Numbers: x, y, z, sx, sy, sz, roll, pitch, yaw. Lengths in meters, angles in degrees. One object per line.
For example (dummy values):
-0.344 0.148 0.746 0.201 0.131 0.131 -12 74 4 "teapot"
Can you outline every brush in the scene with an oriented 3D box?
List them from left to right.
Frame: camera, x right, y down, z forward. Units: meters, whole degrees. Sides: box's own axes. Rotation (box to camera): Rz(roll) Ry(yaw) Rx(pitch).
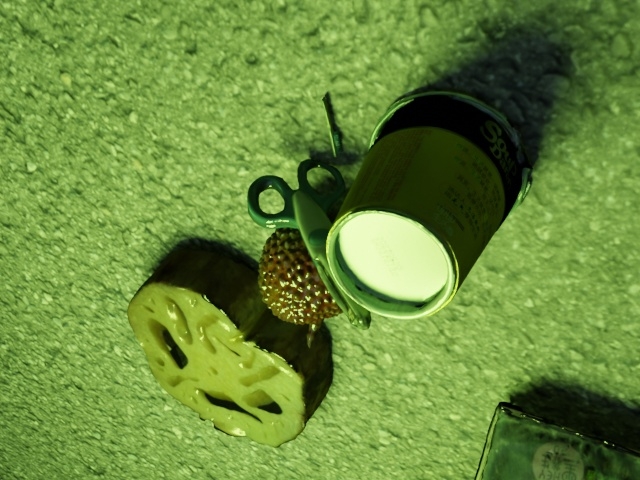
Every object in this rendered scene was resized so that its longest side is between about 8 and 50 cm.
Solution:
0.016 -0.152 0.944 0.013 0.016 0.084 -7 119 17 "brush"

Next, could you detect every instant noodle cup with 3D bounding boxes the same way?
0.119 -0.034 0.828 0.215 0.236 0.216 14 130 18 "instant noodle cup"

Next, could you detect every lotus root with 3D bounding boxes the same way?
-0.169 0.200 1.230 0.375 0.111 0.390 -29 109 40 "lotus root"

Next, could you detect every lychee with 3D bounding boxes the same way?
-0.006 0.052 0.998 0.165 0.165 0.197 -3 104 29 "lychee"

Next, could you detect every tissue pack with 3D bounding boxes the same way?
0.324 0.440 0.995 0.259 0.122 0.361 18 86 13 "tissue pack"

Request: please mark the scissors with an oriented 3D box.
0.000 0.000 0.896 0.138 0.289 0.041 -21 139 -8 "scissors"
